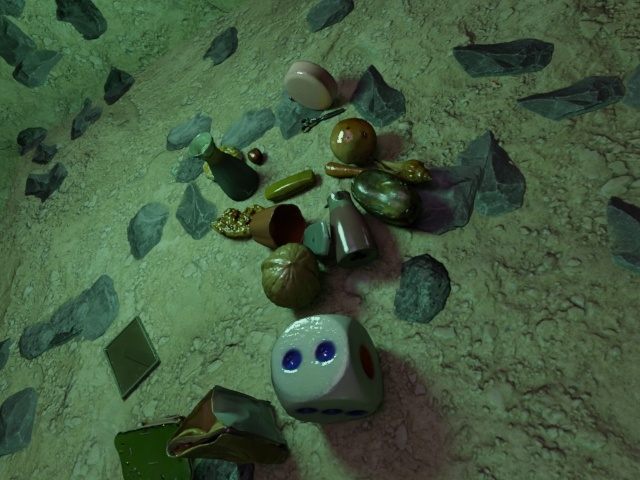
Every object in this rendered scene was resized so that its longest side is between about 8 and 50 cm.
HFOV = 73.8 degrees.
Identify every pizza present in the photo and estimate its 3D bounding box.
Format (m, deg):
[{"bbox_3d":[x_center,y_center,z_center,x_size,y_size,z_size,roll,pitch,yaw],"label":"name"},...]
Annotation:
[{"bbox_3d":[-0.340,-0.089,1.828,0.306,0.085,0.161,-9,58,23],"label":"pizza"}]

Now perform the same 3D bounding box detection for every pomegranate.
[{"bbox_3d":[0.129,-0.387,1.680,0.191,0.191,0.191,-14,57,22],"label":"pomegranate"}]

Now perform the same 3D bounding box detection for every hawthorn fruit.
[{"bbox_3d":[-0.304,-0.394,1.998,0.077,0.077,0.077,-14,57,22],"label":"hawthorn fruit"}]

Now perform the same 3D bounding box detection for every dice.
[{"bbox_3d":[0.023,0.380,1.245,0.252,0.259,0.242,-19,53,20],"label":"dice"}]

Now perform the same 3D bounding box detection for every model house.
[{"bbox_3d":[-0.527,0.706,1.456,0.294,0.154,0.206,-17,88,20],"label":"model house"}]

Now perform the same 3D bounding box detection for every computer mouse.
[{"bbox_3d":[0.000,0.000,1.532,0.231,0.079,0.127,170,97,-71],"label":"computer mouse"}]

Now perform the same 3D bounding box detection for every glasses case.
[{"bbox_3d":[-0.130,-0.231,1.806,0.234,0.064,0.079,-21,53,17],"label":"glasses case"}]

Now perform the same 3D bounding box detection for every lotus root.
[{"bbox_3d":[0.229,-0.155,1.505,0.275,0.152,0.160,33,99,32],"label":"lotus root"}]

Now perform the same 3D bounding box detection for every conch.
[{"bbox_3d":[0.296,-0.253,1.580,0.109,0.093,0.330,-46,32,-12],"label":"conch"}]

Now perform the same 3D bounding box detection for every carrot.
[{"bbox_3d":[0.120,-0.273,1.703,0.257,0.061,0.061,14,70,29],"label":"carrot"}]

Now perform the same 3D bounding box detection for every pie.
[{"bbox_3d":[-0.477,-0.373,2.070,0.179,0.084,0.205,31,79,37],"label":"pie"}]

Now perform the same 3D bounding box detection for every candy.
[{"bbox_3d":[-0.049,-0.693,1.924,0.256,0.255,0.094,14,71,34],"label":"candy"}]

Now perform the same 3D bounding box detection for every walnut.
[{"bbox_3d":[-0.100,0.122,1.467,0.225,0.261,0.224,2,68,-4],"label":"walnut"}]

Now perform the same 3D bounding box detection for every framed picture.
[{"bbox_3d":[-0.797,0.481,1.788,0.211,0.020,0.289,-47,51,-2],"label":"framed picture"}]

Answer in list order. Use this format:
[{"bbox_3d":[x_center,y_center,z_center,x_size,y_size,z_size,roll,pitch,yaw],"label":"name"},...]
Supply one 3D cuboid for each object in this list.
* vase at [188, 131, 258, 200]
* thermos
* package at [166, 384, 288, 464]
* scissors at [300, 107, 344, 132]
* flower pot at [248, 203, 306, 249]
[{"bbox_3d":[-0.422,-0.326,1.860,0.174,0.321,0.173,-13,57,21],"label":"vase"},{"bbox_3d":[0.098,-0.044,1.509,0.146,0.176,0.264,-16,63,-1],"label":"thermos"},{"bbox_3d":[-0.242,0.580,1.235,0.165,0.311,0.221,31,79,40],"label":"package"},{"bbox_3d":[0.009,-0.561,1.955,0.220,0.017,0.088,-16,56,19],"label":"scissors"},{"bbox_3d":[-0.181,-0.054,1.667,0.173,0.191,0.190,3,64,44],"label":"flower pot"}]
